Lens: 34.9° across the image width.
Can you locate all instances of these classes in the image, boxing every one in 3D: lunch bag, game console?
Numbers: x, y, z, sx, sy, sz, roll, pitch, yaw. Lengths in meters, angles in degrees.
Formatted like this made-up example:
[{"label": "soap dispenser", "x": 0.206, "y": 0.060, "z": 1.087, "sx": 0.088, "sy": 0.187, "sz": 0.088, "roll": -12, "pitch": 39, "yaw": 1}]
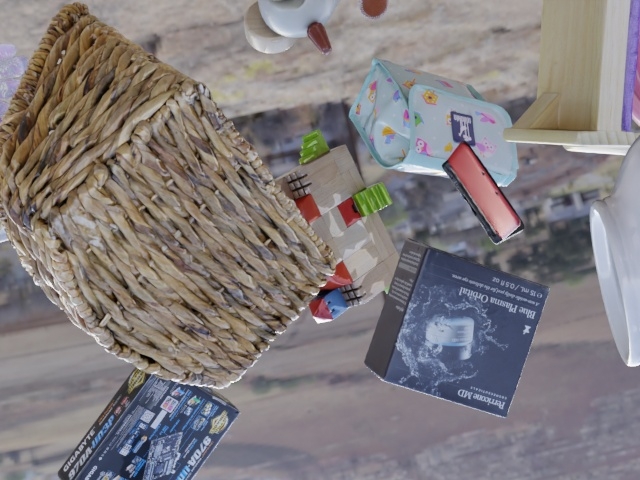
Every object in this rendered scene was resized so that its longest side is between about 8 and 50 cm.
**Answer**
[{"label": "lunch bag", "x": 0.199, "y": -0.189, "z": 1.756, "sx": 0.223, "sy": 0.262, "sz": 0.160, "roll": 11, "pitch": 117, "yaw": -25}, {"label": "game console", "x": 0.251, "y": -0.077, "z": 1.471, "sx": 0.124, "sy": 0.144, "sz": 0.085, "roll": -22, "pitch": 166, "yaw": -48}]

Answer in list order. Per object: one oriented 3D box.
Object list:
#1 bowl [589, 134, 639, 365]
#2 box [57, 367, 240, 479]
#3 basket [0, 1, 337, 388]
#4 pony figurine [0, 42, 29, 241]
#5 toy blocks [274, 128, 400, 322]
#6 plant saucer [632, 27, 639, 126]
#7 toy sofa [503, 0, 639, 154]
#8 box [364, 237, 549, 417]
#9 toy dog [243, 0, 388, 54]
[{"label": "bowl", "x": 0.305, "y": 0.024, "z": 0.842, "sx": 0.134, "sy": 0.298, "sz": 0.298, "roll": -12, "pitch": 166, "yaw": 8}, {"label": "box", "x": -0.246, "y": 0.294, "z": 1.481, "sx": 0.175, "sy": 0.220, "sz": 0.051, "roll": 38, "pitch": 175, "yaw": -38}, {"label": "basket", "x": -0.167, "y": -0.023, "z": 0.926, "sx": 0.213, "sy": 0.223, "sz": 0.299, "roll": -48, "pitch": 140, "yaw": -8}, {"label": "pony figurine", "x": -0.524, "y": -0.097, "z": 1.425, "sx": 0.351, "sy": 0.303, "sz": 0.363, "roll": -22, "pitch": -157, "yaw": -30}, {"label": "toy blocks", "x": 0.000, "y": 0.000, "z": 1.968, "sx": 0.190, "sy": 0.382, "sz": 0.261, "roll": -18, "pitch": -168, "yaw": 47}, {"label": "plant saucer", "x": 0.557, "y": -0.264, "z": 1.386, "sx": 0.332, "sy": 0.332, "sz": 0.084, "roll": -16, "pitch": 167, "yaw": 10}, {"label": "toy sofa", "x": 0.331, "y": -0.281, "z": 1.169, "sx": 0.177, "sy": 0.363, "sz": 0.150, "roll": 0, "pitch": -173, "yaw": -24}, {"label": "box", "x": 0.154, "y": 0.099, "z": 1.157, "sx": 0.155, "sy": 0.158, "sz": 0.093, "roll": 18, "pitch": -178, "yaw": -12}, {"label": "toy dog", "x": 0.040, "y": -0.378, "z": 1.455, "sx": 0.333, "sy": 0.161, "sz": 0.220, "roll": -44, "pitch": 163, "yaw": 1}]
